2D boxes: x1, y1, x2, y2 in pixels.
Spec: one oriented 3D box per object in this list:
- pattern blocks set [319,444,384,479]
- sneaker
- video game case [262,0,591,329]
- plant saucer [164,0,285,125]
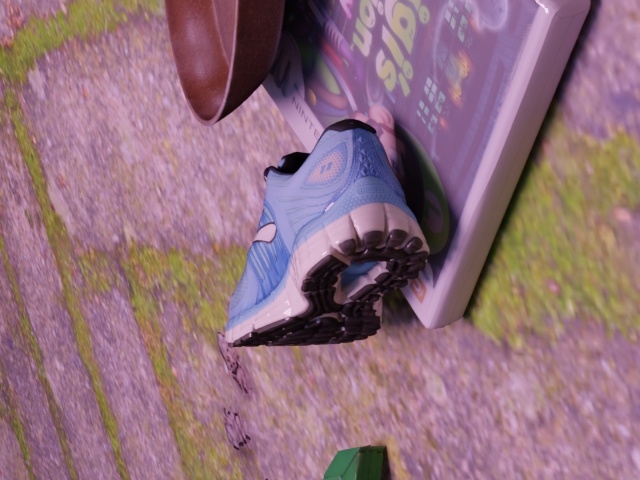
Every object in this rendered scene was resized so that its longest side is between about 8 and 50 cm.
[{"bbox_3d":[0.052,0.261,0.724,0.285,0.026,0.324,-52,49,44],"label":"pattern blocks set"},{"bbox_3d":[0.000,0.000,0.658,0.162,0.063,0.073,133,133,-59],"label":"sneaker"},{"bbox_3d":[0.026,-0.083,0.616,0.173,0.022,0.190,56,152,28],"label":"video game case"},{"bbox_3d":[-0.044,-0.136,0.678,0.168,0.029,0.168,174,90,-74],"label":"plant saucer"}]
